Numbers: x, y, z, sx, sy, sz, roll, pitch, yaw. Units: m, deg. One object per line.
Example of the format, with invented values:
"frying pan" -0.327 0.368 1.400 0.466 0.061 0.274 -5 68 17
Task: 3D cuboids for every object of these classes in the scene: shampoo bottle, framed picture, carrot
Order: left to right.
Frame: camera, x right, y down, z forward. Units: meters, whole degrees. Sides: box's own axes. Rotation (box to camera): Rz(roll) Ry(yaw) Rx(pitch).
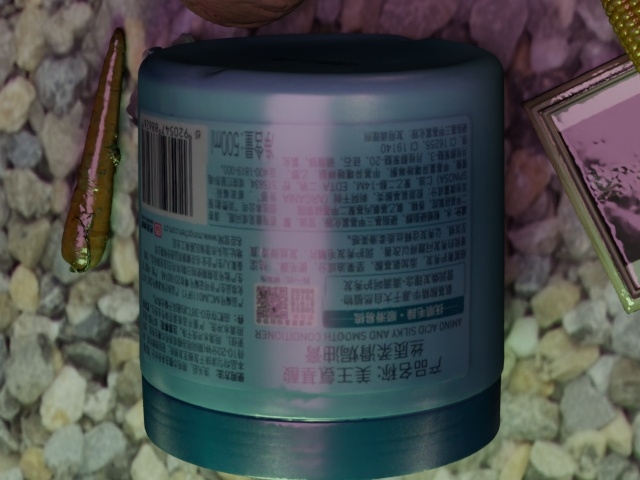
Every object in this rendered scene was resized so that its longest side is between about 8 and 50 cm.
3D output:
"carrot" -0.222 -0.088 1.770 0.049 0.049 0.254 13 103 11
"shampoo bottle" 0.000 0.000 1.580 0.331 0.331 0.343 3 104 14
"framed picture" 0.363 -0.087 1.629 0.293 0.018 0.231 -26 96 19

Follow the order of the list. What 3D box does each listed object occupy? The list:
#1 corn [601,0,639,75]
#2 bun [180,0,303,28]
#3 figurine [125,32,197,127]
"corn" 0.335 -0.147 1.565 0.101 0.101 0.292 -31 90 19
"bun" -0.037 -0.305 1.590 0.153 0.244 0.244 21 109 -14
"figurine" -0.148 -0.158 1.715 0.082 0.094 0.086 -13 136 -20
